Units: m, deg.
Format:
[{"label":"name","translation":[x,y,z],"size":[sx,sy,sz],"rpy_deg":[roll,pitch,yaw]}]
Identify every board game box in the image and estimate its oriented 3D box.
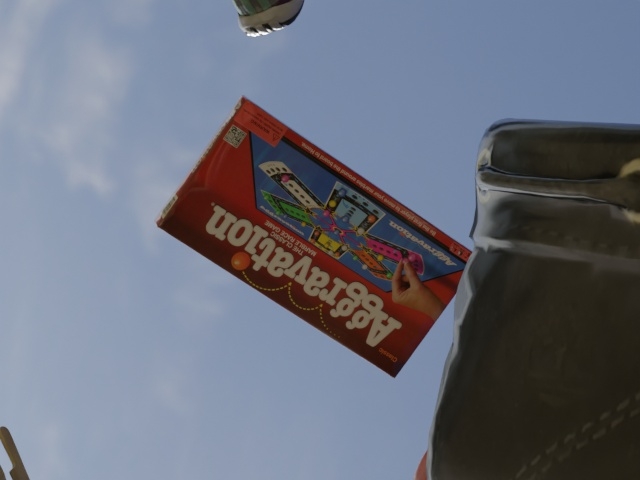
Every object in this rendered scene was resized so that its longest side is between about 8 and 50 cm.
[{"label":"board game box","translation":[0.000,0.000,1.705],"size":[0.145,0.281,0.027],"rpy_deg":[-54,-160,7]}]

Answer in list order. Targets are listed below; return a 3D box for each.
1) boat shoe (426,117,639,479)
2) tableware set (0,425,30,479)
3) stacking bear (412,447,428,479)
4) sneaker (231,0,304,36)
[{"label":"boat shoe","translation":[0.214,-0.004,0.361],"size":[0.500,0.187,0.156],"rpy_deg":[-13,-101,46]},{"label":"tableware set","translation":[-0.248,0.220,1.307],"size":[0.039,0.128,0.194],"rpy_deg":[-41,-118,26]},{"label":"stacking bear","translation":[0.202,0.283,1.384],"size":[0.289,0.175,0.164],"rpy_deg":[61,-34,31]},{"label":"sneaker","translation":[-0.047,-0.294,1.686],"size":[0.083,0.098,0.223],"rpy_deg":[-16,-139,24]}]
